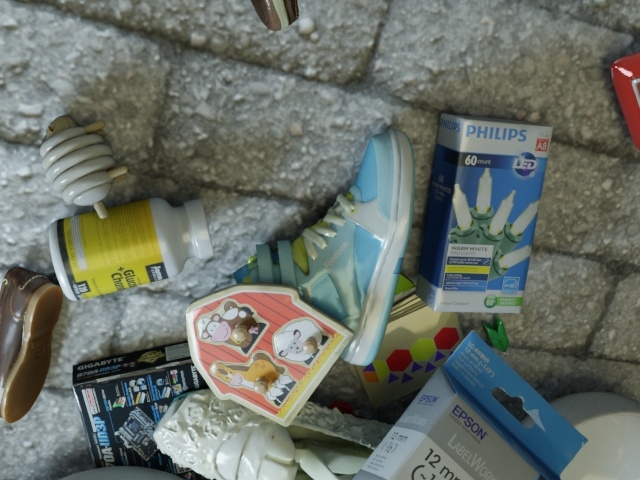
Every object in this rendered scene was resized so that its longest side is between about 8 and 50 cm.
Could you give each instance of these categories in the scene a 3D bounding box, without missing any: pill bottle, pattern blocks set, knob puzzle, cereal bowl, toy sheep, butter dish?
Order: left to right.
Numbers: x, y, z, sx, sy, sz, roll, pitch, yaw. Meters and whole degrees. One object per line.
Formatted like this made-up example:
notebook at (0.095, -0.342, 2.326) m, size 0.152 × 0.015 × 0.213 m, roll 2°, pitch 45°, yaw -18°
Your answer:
toy sheep at (-0.279, -0.087, 0.917) m, size 0.091 × 0.091 × 0.132 m, roll -28°, pitch 84°, yaw -2°
pill bottle at (-0.229, 0.005, 0.962) m, size 0.184 × 0.103 × 0.103 m, roll -14°, pitch 116°, yaw -8°
knob puzzle at (-0.083, 0.135, 0.983) m, size 0.213 × 0.030 × 0.213 m, roll 2°, pitch 114°, yaw 5°
pattern blocks set at (0.125, 0.164, 1.171) m, size 0.325 × 0.026 × 0.285 m, roll -17°, pitch 117°, yaw -8°
cereal bowl at (0.418, 0.384, 1.284) m, size 0.339 × 0.141 × 0.338 m, roll -6°, pitch 115°, yaw -12°
butter dish at (0.497, -0.213, 1.063) m, size 0.160 × 0.118 × 0.159 m, roll -9°, pitch 122°, yaw 36°

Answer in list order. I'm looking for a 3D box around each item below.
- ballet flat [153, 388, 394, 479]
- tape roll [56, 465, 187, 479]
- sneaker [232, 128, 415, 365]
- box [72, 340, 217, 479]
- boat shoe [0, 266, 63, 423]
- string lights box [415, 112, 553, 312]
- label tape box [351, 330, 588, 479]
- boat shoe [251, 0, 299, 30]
ballet flat at (-0.020, 0.296, 1.088) m, size 0.409 × 0.147 × 0.146 m, roll 14°, pitch 109°, yaw -24°
tape roll at (-0.292, 0.505, 1.088) m, size 0.392 × 0.072 × 0.391 m, roll -4°, pitch 104°, yaw -15°
sneaker at (0.000, 0.000, 1.016) m, size 0.208 × 0.127 × 0.318 m, roll 10°, pitch 99°, yaw -7°
box at (-0.237, 0.260, 1.102) m, size 0.175 × 0.051 × 0.220 m, roll -11°, pitch 116°, yaw -10°
boat shoe at (-0.387, 0.132, 1.001) m, size 0.073 × 0.073 × 0.206 m, roll 24°, pitch 105°, yaw 16°
string lights box at (0.218, -0.036, 1.064) m, size 0.134 × 0.077 × 0.259 m, roll 2°, pitch 105°, yaw -16°
label tape box at (0.207, 0.327, 1.043) m, size 0.249 × 0.115 × 0.347 m, roll 44°, pitch 74°, yaw -7°
boat shoe at (-0.051, -0.365, 0.855) m, size 0.095 × 0.095 × 0.257 m, roll -21°, pitch 117°, yaw -12°
